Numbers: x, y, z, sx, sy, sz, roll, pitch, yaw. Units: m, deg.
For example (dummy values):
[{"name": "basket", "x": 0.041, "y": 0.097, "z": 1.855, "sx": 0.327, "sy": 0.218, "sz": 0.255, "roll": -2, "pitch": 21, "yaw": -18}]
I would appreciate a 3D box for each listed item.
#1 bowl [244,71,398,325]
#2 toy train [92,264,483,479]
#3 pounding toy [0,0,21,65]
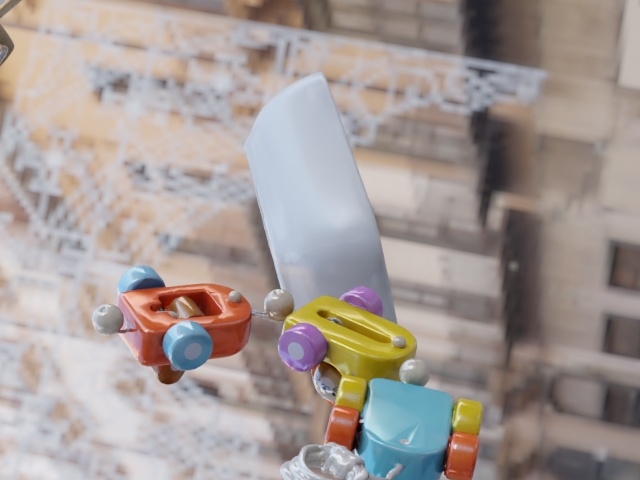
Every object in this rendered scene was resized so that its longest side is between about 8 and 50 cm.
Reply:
[{"name": "bowl", "x": 0.000, "y": 0.000, "z": 1.024, "sx": 0.142, "sy": 0.053, "sz": 0.142, "roll": 78, "pitch": 177, "yaw": -50}, {"name": "toy train", "x": -0.011, "y": 0.064, "z": 0.778, "sx": 0.125, "sy": 0.166, "sz": 0.046, "roll": -8, "pitch": -58, "yaw": -32}, {"name": "pounding toy", "x": -0.262, "y": -0.158, "z": 1.229, "sx": 0.155, "sy": 0.154, "sz": 0.269, "roll": -57, "pitch": 9, "yaw": 2}]
